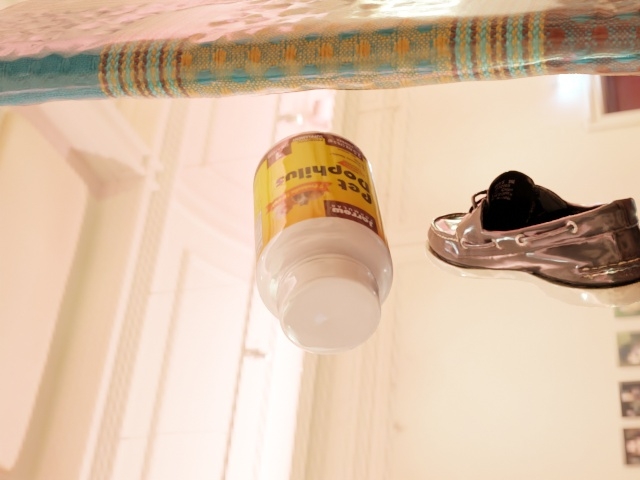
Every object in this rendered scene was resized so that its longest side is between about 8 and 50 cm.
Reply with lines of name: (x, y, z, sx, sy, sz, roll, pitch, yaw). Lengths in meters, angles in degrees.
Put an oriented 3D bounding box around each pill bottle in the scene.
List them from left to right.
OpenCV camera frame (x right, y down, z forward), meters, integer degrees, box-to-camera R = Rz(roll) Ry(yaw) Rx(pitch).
pill bottle: (0.000, 0.000, 0.909, 0.215, 0.117, 0.117, -98, -11, -54)

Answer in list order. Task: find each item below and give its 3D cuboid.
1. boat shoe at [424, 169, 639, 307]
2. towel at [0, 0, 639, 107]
boat shoe: (0.215, -0.017, 1.086, 0.340, 0.127, 0.113, -156, 51, -66)
towel: (-0.001, -0.117, 0.529, 0.271, 0.370, 0.040, -52, -41, -58)
